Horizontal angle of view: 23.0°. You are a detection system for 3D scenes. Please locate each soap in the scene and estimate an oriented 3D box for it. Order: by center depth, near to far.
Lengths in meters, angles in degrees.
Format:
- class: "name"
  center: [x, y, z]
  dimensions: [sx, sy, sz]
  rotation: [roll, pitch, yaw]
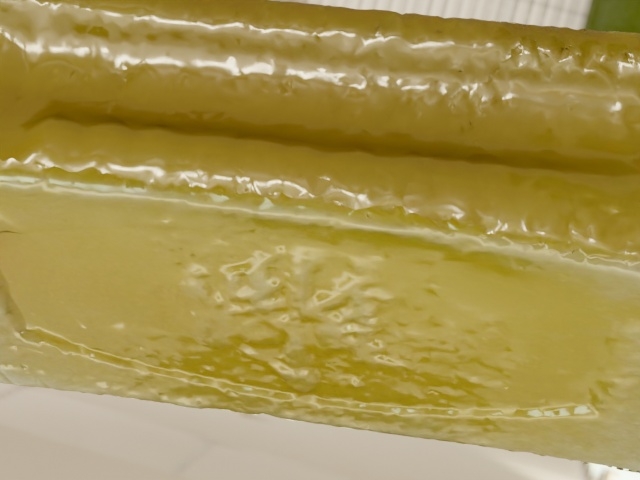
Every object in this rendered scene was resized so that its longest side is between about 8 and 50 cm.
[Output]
- class: "soap"
  center: [0.000, 0.000, 0.609]
  dimensions: [0.314, 0.091, 0.199]
  rotation: [8, 151, 8]
